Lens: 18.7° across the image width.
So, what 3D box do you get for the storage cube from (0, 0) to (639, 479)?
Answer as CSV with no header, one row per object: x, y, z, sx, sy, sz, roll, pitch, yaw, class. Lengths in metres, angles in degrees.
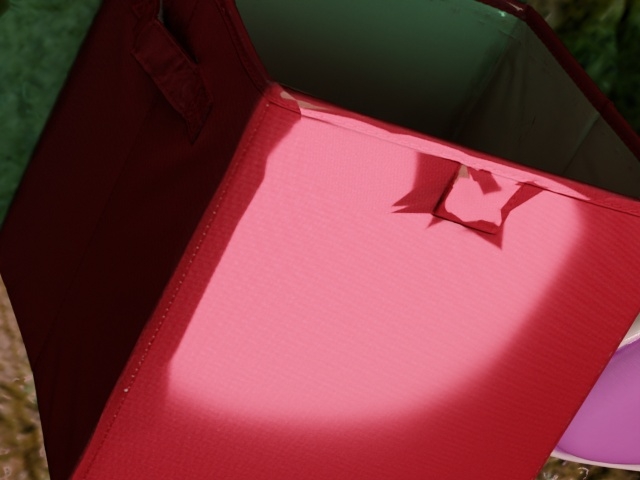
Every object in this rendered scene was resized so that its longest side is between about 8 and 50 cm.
0.000,0.000,0.783,0.215,0.183,0.193,16,116,-28,storage cube

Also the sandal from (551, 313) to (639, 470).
0.291,0.076,0.863,0.416,0.102,0.169,1,140,-22,sandal
